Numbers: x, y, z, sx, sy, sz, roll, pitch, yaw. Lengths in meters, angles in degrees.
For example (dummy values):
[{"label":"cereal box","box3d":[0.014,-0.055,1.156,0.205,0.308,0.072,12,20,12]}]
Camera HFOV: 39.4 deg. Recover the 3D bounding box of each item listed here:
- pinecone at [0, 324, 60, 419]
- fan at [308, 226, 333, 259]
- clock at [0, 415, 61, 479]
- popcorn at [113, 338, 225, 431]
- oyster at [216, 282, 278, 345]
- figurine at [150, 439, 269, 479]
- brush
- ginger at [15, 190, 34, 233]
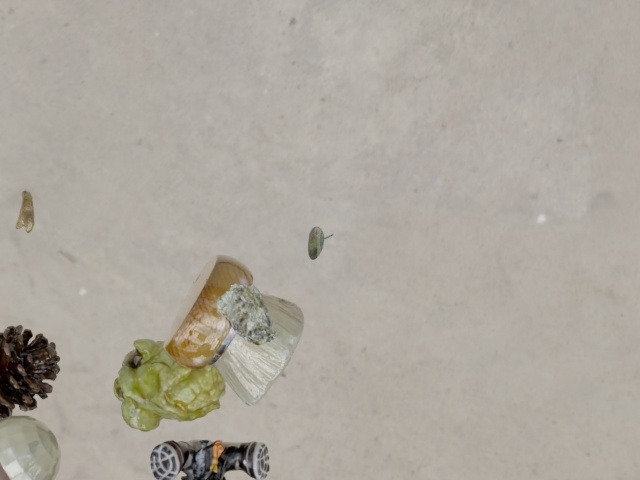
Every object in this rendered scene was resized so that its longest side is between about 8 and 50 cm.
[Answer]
[{"label":"pinecone","box3d":[-0.589,0.247,1.685,0.150,0.195,0.179,110,139,-74]},{"label":"fan","box3d":[-0.004,0.008,1.596,0.003,0.080,0.060,11,97,-31]},{"label":"clock","box3d":[-0.628,0.442,1.514,0.325,0.184,0.342,15,84,6]},{"label":"popcorn","box3d":[-0.303,0.287,1.850,0.256,0.254,0.195,-7,94,61]},{"label":"oyster","box3d":[-0.090,0.087,1.072,0.098,0.037,0.100,54,153,19]},{"label":"figurine","box3d":[-0.233,0.569,1.813,0.320,0.323,0.196,9,165,-26]},{"label":"brush","box3d":[-0.129,0.120,1.380,0.166,0.267,0.174,30,103,-11]},{"label":"ginger","box3d":[-0.567,-0.049,1.725,0.030,0.097,0.048,17,135,-42]}]
